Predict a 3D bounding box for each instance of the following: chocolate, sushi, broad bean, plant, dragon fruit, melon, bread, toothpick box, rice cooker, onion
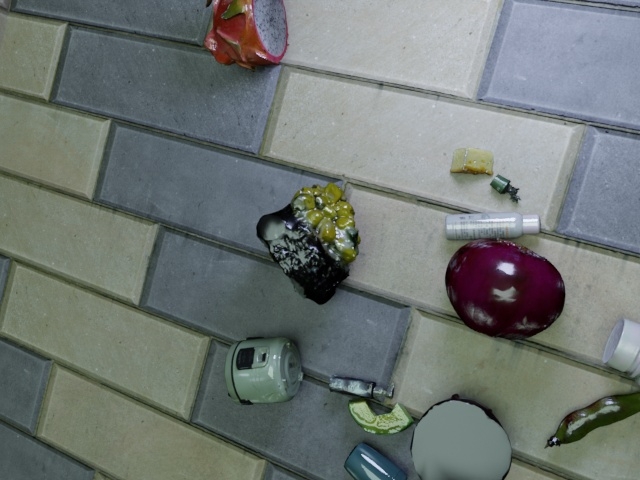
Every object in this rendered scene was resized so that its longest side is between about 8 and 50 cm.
[{"bbox_3d":[0.412,0.590,1.668,0.284,0.186,0.283,-3,79,16],"label":"chocolate"},{"bbox_3d":[0.000,0.000,1.768,0.285,0.328,0.328,-34,76,5],"label":"sushi"},{"bbox_3d":[0.770,0.491,1.602,0.339,0.061,0.077,-34,85,17],"label":"broad bean"},{"bbox_3d":[0.556,-0.153,1.703,0.102,0.051,0.051,39,102,12],"label":"plant"},{"bbox_3d":[-0.257,-0.708,1.894,0.226,0.305,0.305,-1,88,23],"label":"dragon fruit"},{"bbox_3d":[0.189,0.560,1.819,0.210,0.064,0.117,-8,82,18],"label":"melon"},{"bbox_3d":[0.468,-0.243,1.756,0.109,0.080,0.084,7,91,-15],"label":"bread"},{"bbox_3d":[0.167,0.725,1.791,0.184,0.120,0.120,34,100,21],"label":"toothpick box"},{"bbox_3d":[-0.195,0.423,1.881,0.244,0.226,0.225,-10,85,22],"label":"rice cooker"},{"bbox_3d":[0.505,0.142,1.612,0.337,0.260,0.281,29,104,18],"label":"onion"}]

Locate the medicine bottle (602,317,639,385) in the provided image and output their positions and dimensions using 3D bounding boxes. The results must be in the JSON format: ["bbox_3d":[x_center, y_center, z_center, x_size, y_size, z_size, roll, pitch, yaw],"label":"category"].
[{"bbox_3d":[0.913,0.323,1.496,0.293,0.170,0.170,24,97,18],"label":"medicine bottle"}]

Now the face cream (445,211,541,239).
[{"bbox_3d":[0.510,-0.043,1.702,0.269,0.082,0.081,-2,88,19],"label":"face cream"}]

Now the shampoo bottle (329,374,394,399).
[{"bbox_3d":[0.133,0.472,1.842,0.208,0.057,0.063,5,86,20],"label":"shampoo bottle"}]
